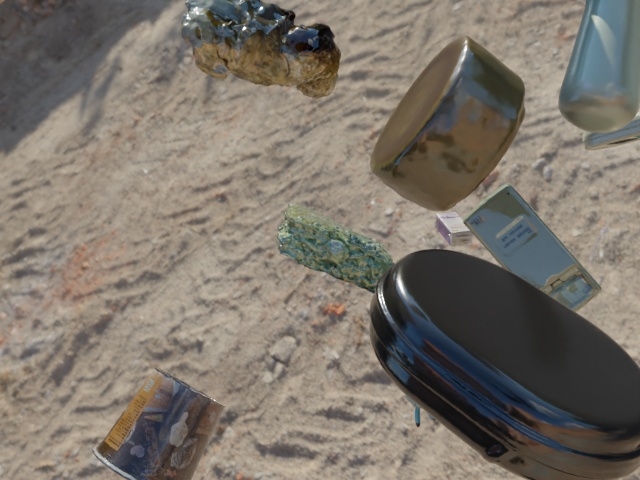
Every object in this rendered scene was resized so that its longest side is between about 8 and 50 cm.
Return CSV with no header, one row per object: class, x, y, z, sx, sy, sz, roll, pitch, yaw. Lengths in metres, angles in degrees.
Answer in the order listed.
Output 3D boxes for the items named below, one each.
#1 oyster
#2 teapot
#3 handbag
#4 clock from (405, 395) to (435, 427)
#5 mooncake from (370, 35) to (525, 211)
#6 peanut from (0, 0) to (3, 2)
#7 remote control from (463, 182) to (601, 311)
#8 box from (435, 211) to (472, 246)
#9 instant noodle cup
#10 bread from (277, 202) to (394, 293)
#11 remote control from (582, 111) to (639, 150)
oyster,-0.068,-0.266,0.924,0.107,0.233,0.161,-35,43,44
teapot,0.257,-0.250,0.610,0.318,0.149,0.220,-51,16,0
handbag,0.194,0.122,0.722,0.308,0.254,0.093,36,119,25
clock,0.205,0.271,1.296,0.045,0.108,0.147,25,111,40
mooncake,0.219,-0.191,1.192,0.284,0.156,0.284,-55,14,21
peanut,-0.463,-0.312,0.870,0.187,0.082,0.082,-30,39,-15
remote control,0.413,0.027,1.360,0.123,0.285,0.038,-43,0,17
box,0.293,-0.026,1.533,0.051,0.036,0.117,-7,23,-8
instant noodle cup,-0.318,0.390,1.427,0.218,0.217,0.207,16,71,43
bread,0.000,0.000,0.972,0.232,0.173,0.064,29,102,42
remote control,0.477,-0.170,1.001,0.078,0.042,0.221,-10,-1,-32
